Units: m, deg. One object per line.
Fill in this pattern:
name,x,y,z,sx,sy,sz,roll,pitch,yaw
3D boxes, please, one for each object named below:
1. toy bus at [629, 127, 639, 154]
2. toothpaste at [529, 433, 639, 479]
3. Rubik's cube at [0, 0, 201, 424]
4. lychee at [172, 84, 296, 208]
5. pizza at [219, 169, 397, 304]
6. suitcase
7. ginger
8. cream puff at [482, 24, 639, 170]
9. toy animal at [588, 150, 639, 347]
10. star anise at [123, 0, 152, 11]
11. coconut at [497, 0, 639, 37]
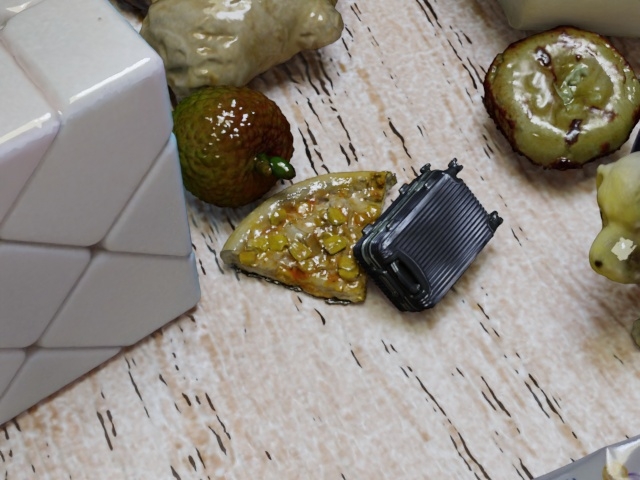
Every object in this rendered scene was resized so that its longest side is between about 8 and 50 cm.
toy bus,0.384,-0.062,1.133,0.199,0.096,0.108,37,59,21
toothpaste,0.213,0.197,0.983,0.301,0.048,0.075,-16,52,-14
Rubik's cube,-0.314,-0.057,0.992,0.319,0.322,0.316,-32,59,-19
lychee,-0.080,-0.086,1.141,0.114,0.114,0.146,-37,45,-23
pizza,0.000,0.000,1.122,0.178,0.041,0.131,-15,58,-10
suitcase,0.092,-0.002,1.096,0.086,0.059,0.126,50,64,-15
ginger,-0.052,-0.278,1.264,0.190,0.126,0.354,10,59,14
cream puff,0.224,-0.125,1.182,0.149,0.084,0.149,-2,66,4
toy animal,0.316,0.023,1.034,0.233,0.169,0.121,23,55,4
star anise,-0.235,-0.326,1.328,0.230,0.081,0.262,-2,57,11
coconut,0.263,-0.342,1.218,0.323,0.323,0.323,0,55,0
